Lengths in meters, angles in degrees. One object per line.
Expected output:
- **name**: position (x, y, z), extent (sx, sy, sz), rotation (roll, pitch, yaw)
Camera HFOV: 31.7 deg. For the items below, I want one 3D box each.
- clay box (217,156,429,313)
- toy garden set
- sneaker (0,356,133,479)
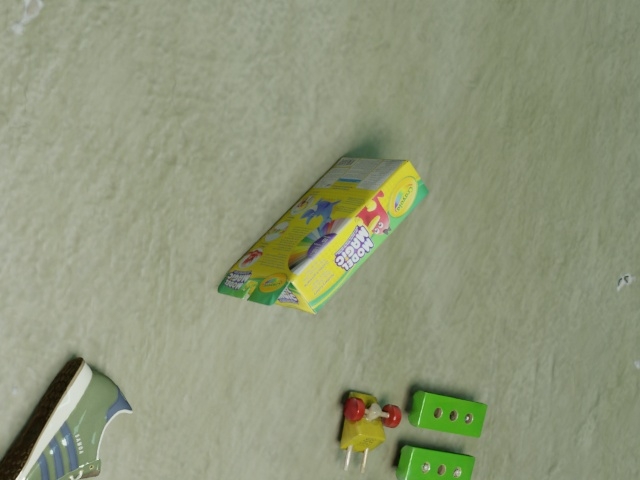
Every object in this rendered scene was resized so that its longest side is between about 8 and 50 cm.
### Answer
- **clay box**: position (0.000, 0.000, 1.210), extent (0.222, 0.127, 0.053), rotation (-47, 117, -20)
- **toy garden set**: position (0.087, 0.297, 1.350), extent (0.204, 0.049, 0.244), rotation (16, 87, -36)
- **sneaker**: position (-0.254, 0.216, 1.098), extent (0.086, 0.064, 0.192), rotation (39, 70, -25)
